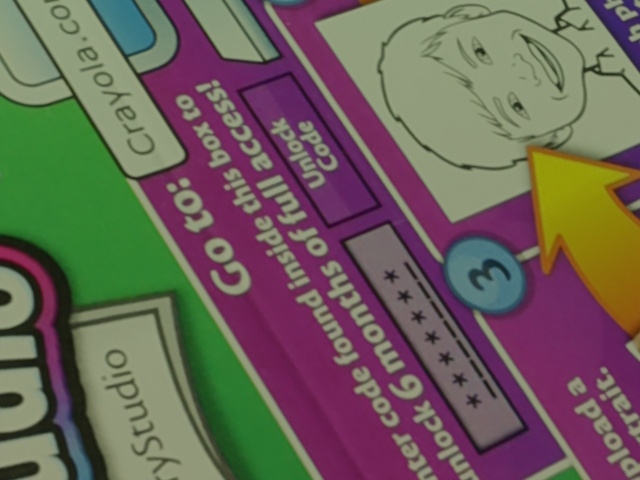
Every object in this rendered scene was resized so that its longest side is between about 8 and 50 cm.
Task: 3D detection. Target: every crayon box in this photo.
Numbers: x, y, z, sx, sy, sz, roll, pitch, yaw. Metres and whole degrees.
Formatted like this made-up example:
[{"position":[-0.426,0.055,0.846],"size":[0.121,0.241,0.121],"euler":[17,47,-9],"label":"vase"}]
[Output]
[{"position":[0.000,0.000,0.459],"size":[0.313,0.106,0.363],"euler":[-22,70,-31],"label":"crayon box"}]
